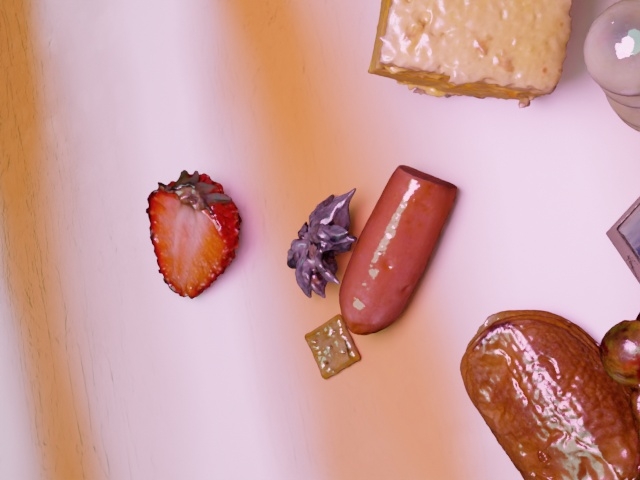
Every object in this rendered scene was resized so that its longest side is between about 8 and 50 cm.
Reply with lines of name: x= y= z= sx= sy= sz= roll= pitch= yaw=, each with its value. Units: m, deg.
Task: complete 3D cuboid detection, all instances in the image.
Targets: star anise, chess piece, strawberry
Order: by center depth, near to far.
chess piece: x=0.377 y=-0.203 z=0.921 sx=0.144 sy=0.251 sz=0.145 roll=0 pitch=90 yaw=33
star anise: x=0.000 y=0.000 z=1.243 sx=0.204 sy=0.061 sz=0.181 roll=13 pitch=83 yaw=69
strawberry: x=-0.208 y=-0.012 z=1.403 sx=0.190 sy=0.111 sz=0.237 roll=33 pitch=131 yaw=18

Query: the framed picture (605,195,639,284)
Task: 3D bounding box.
framed picture: x=0.465 y=-0.082 z=0.890 sx=0.022 sy=0.247 sz=0.335 roll=33 pitch=112 yaw=-9

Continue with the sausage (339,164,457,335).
sausage: x=0.104 y=0.020 z=1.180 sx=0.113 sy=0.113 sz=0.259 roll=32 pitch=105 yaw=29

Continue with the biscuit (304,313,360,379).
biscuit: x=0.018 y=0.171 z=1.293 sx=0.081 sy=0.018 sz=0.083 roll=-34 pitch=71 yaw=29

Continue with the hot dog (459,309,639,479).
hot dog: x=0.301 y=0.218 z=1.048 sx=0.196 sy=0.122 sz=0.272 roll=-47 pitch=62 yaw=22

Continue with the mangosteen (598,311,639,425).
mangosteen: x=0.441 y=0.136 z=0.906 sx=0.209 sy=0.210 sz=0.210 roll=0 pitch=89 yaw=33

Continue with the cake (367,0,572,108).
cake: x=0.188 y=-0.304 z=1.055 sx=0.222 sy=0.286 sz=0.228 roll=10 pitch=96 yaw=-1
